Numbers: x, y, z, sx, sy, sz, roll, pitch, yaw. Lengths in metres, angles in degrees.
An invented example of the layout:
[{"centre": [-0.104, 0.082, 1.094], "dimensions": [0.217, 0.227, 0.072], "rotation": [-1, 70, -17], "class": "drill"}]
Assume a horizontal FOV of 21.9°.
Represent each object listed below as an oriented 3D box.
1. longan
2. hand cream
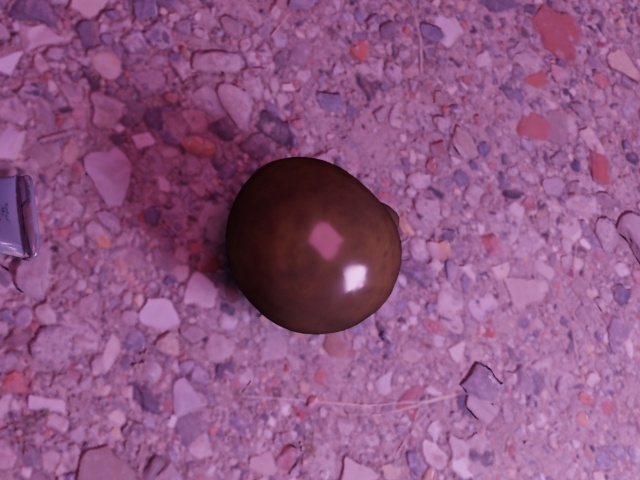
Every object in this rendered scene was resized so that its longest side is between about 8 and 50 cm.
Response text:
[{"centre": [0.000, 0.000, 1.646], "dimensions": [0.204, 0.159, 0.185], "rotation": [-20, 73, -42], "class": "longan"}, {"centre": [-0.384, -0.028, 1.529], "dimensions": [0.256, 0.055, 0.088], "rotation": [2, 65, -28], "class": "hand cream"}]
